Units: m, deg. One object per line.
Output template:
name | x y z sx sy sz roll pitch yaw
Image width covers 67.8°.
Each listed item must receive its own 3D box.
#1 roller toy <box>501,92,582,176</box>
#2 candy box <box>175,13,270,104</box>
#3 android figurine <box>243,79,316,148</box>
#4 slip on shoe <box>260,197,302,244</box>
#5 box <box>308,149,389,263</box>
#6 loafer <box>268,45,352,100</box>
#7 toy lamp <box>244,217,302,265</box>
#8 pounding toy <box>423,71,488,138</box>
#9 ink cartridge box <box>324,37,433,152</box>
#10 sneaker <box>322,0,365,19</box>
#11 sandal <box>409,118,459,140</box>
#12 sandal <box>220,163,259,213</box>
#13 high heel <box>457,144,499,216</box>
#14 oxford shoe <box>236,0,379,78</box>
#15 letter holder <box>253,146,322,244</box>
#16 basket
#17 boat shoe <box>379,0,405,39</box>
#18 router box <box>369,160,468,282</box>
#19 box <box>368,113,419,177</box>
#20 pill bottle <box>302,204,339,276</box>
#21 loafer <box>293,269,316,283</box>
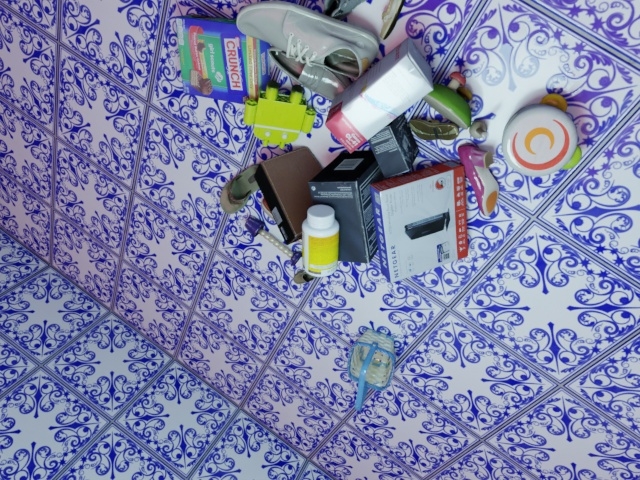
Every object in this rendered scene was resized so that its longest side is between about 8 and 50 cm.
roller toy | 0.615 -0.290 1.351 0.191 0.146 0.210 -16 104 26
candy box | -0.339 -0.637 1.684 0.316 0.122 0.268 15 124 19
android figurine | -0.146 -0.431 1.676 0.248 0.056 0.273 6 143 -14
slip on shoe | -0.093 -0.083 1.897 0.331 0.123 0.101 40 126 8
box | 0.117 -0.121 1.634 0.182 0.296 0.294 2 119 28
loafer | -0.033 -0.547 1.574 0.319 0.111 0.112 33 129 7
toy lamp | -0.204 0.001 2.031 0.274 0.080 0.080 37 130 5
pounding toy | 0.414 -0.408 1.399 0.236 0.183 0.110 38 104 3
ink cartridge box | 0.173 -0.432 1.419 0.306 0.226 0.131 -32 113 28
sneaker | 0.092 -0.721 1.384 0.228 0.132 0.086 -34 99 39
sandal | 0.363 -0.355 1.508 0.180 0.049 0.072 17 141 42
sandal | -0.333 -0.211 1.966 0.120 0.086 0.302 48 130 -5
high heel | 0.501 -0.192 1.538 0.117 0.082 0.244 32 153 50
oxford shoe | -0.046 -0.606 1.451 0.448 0.130 0.169 16 167 0
letter holder | -0.083 -0.171 1.795 0.302 0.214 0.152 64 160 4
basket | 0.207 0.529 1.990 0.200 0.289 0.255 19 127 18
boat shoe | 0.206 -0.667 1.412 0.045 0.050 0.135 33 119 12
router box | 0.332 -0.060 1.574 0.300 0.082 0.336 -18 118 -12
box | 0.236 -0.312 1.536 0.093 0.156 0.158 -14 115 33
pill bottle | 0.000 0.000 1.508 0.117 0.117 0.215 15 126 21
loafer | -0.068 0.157 2.069 0.148 0.050 0.056 -28 103 38
